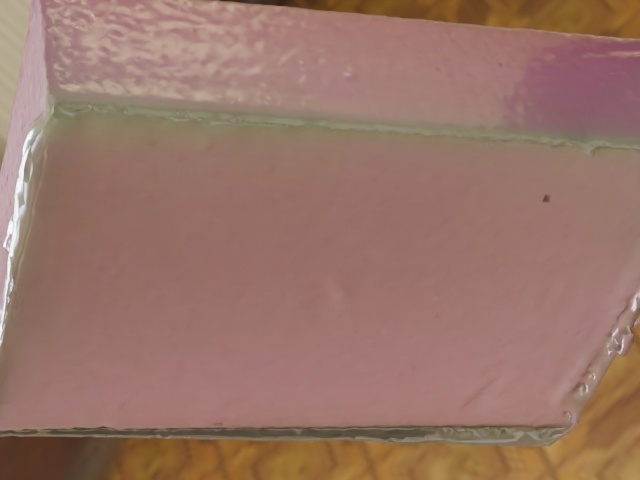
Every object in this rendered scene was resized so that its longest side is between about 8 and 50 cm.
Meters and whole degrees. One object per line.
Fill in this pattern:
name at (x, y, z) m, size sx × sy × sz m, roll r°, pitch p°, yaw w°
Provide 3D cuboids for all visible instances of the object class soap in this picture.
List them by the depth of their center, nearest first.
soap at (0.000, -0.001, 0.725) m, size 0.081 × 0.259 × 0.181 m, roll -104°, pitch 23°, yaw -44°
